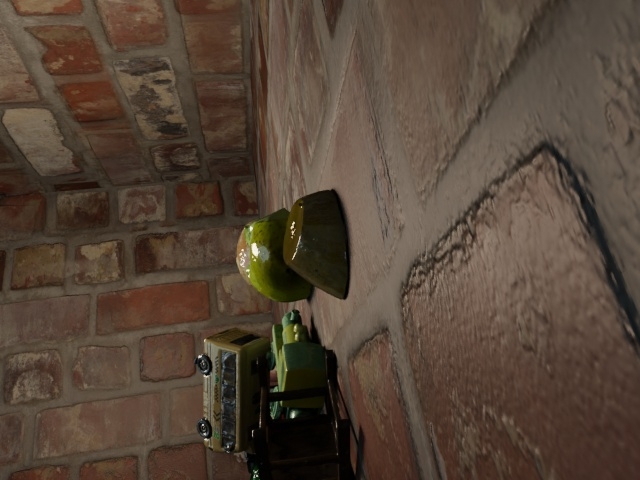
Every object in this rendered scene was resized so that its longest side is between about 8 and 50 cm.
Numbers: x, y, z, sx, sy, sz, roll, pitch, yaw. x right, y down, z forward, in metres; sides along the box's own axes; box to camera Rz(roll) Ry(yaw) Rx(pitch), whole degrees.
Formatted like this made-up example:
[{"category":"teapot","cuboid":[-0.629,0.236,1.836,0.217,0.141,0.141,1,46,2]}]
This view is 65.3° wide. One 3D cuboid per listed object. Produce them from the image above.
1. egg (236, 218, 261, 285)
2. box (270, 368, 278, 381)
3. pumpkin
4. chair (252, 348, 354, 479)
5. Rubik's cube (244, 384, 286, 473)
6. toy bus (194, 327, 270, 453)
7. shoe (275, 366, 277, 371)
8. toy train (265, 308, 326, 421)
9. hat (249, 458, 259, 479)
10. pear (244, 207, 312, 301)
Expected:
[{"category":"egg","cuboid":[-0.182,0.046,1.663,0.203,0.203,0.245,128,125,-77]},{"category":"box","cuboid":[-0.176,0.551,2.180,0.151,0.135,0.151,172,90,-81]},{"category":"pumpkin","cuboid":[-0.017,0.006,0.975,0.217,0.110,0.218,179,90,-83]},{"category":"chair","cuboid":[-0.040,0.491,1.126,0.241,0.203,0.416,-109,15,-63]},{"category":"Rubik's cube","cuboid":[-0.155,0.673,1.787,0.246,0.248,0.250,96,165,-55]},{"category":"toy bus","cuboid":[-0.261,0.473,1.558,0.177,0.201,0.366,-11,-76,-58]},{"category":"shoe","cuboid":[-0.118,0.415,1.861,0.275,0.098,0.103,95,161,-46]},{"category":"toy train","cuboid":[-0.069,0.333,1.392,0.369,0.150,0.237,-111,28,-63]},{"category":"hat","cuboid":[-0.061,0.777,1.526,0.332,0.242,0.274,59,-154,-45]},{"category":"pear","cuboid":[-0.123,0.052,1.427,0.282,0.176,0.287,-170,73,-78]}]
